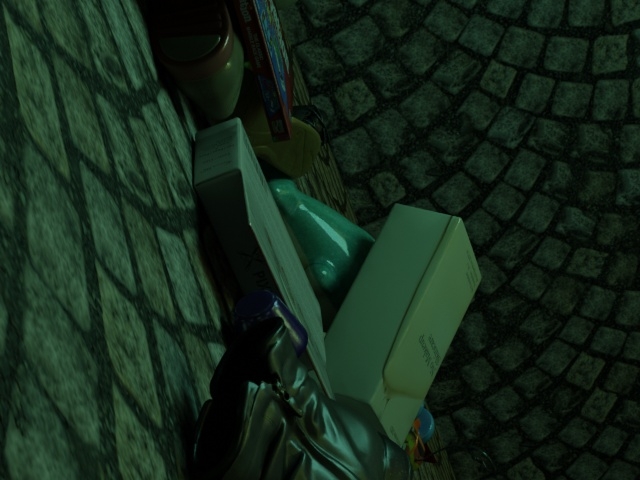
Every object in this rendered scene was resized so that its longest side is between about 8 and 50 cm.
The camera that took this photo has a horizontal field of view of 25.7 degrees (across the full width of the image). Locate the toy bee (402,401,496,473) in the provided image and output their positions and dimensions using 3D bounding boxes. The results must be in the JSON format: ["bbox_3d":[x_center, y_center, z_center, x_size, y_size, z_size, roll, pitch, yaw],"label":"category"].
[{"bbox_3d":[0.105,0.298,2.182,0.195,0.162,0.298,59,-14,-28],"label":"toy bee"}]

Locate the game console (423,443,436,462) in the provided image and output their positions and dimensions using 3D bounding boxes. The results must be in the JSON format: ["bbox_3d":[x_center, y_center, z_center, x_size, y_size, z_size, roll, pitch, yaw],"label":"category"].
[{"bbox_3d":[0.150,0.351,2.600,0.144,0.085,0.124,62,11,-62],"label":"game console"}]

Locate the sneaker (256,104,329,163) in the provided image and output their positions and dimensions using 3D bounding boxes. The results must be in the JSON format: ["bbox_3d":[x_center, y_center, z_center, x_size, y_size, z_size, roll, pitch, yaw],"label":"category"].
[{"bbox_3d":[-0.050,-0.161,2.154,0.286,0.130,0.109,-89,161,-71],"label":"sneaker"}]

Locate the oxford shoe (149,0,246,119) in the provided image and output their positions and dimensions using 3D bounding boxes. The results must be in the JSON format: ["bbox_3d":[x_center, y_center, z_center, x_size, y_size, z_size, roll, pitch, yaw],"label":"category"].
[{"bbox_3d":[-0.152,-0.297,1.733,0.130,0.123,0.348,69,15,-51],"label":"oxford shoe"}]

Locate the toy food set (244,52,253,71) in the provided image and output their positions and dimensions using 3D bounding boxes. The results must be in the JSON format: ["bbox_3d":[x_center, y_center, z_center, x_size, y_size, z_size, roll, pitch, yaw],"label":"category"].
[{"bbox_3d":[-0.116,-0.345,2.512,0.218,0.071,0.128,-100,-167,-48],"label":"toy food set"}]

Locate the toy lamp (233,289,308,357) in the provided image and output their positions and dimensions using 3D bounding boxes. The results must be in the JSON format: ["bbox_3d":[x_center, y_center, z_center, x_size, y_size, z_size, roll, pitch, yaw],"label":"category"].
[{"bbox_3d":[-0.026,0.172,1.530,0.080,0.080,0.275,-101,172,-56],"label":"toy lamp"}]

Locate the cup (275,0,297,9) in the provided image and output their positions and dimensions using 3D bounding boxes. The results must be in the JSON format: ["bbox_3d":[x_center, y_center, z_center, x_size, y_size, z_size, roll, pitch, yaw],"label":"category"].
[{"bbox_3d":[-0.096,-0.486,2.104,0.331,0.331,0.237,-102,-162,-51],"label":"cup"}]

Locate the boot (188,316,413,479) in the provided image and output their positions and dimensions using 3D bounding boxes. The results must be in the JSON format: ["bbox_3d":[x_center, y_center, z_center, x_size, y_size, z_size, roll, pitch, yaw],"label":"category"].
[{"bbox_3d":[-0.031,0.244,1.148,0.223,0.118,0.338,47,29,-33],"label":"boot"}]

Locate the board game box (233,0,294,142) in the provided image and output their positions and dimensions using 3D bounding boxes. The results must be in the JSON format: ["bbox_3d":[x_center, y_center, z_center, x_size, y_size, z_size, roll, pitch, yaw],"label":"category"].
[{"bbox_3d":[-0.075,-0.275,1.723,0.145,0.027,0.281,-90,169,-49],"label":"board game box"}]

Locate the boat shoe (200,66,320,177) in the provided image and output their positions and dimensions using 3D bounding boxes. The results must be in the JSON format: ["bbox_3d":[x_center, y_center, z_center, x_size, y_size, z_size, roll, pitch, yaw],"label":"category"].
[{"bbox_3d":[-0.104,-0.166,1.889,0.096,0.098,0.277,28,-6,33],"label":"boat shoe"}]

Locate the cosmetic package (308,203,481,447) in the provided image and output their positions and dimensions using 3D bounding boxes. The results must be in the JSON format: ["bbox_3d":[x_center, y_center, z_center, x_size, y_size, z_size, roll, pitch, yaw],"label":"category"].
[{"bbox_3d":[0.104,0.121,1.939,0.309,0.113,0.160,-63,149,-25],"label":"cosmetic package"}]

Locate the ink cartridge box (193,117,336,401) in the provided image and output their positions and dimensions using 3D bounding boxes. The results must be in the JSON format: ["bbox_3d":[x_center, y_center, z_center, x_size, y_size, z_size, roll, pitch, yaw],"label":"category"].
[{"bbox_3d":[-0.065,0.041,1.640,0.261,0.066,0.296,-99,168,-59],"label":"ink cartridge box"}]

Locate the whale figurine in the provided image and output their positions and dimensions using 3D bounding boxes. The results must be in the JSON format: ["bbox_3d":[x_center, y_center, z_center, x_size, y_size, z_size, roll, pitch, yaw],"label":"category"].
[{"bbox_3d":[0.000,0.000,2.012,0.272,0.141,0.216,62,5,-26],"label":"whale figurine"}]
